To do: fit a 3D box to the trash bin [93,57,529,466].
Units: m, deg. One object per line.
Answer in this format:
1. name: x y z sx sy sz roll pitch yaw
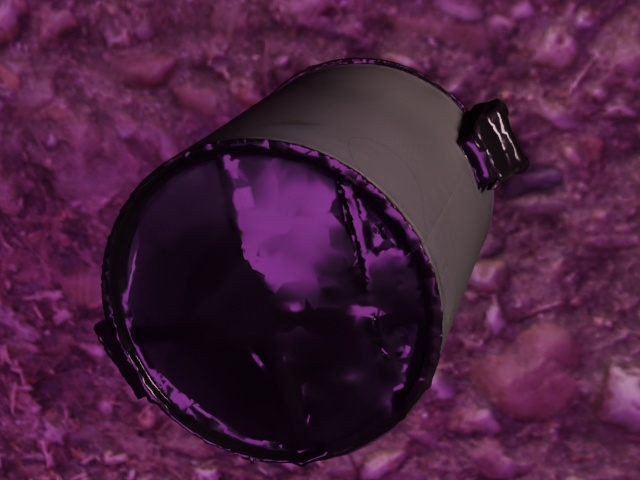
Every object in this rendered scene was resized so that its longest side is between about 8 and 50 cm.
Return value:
1. trash bin: 0.000 0.000 0.775 0.277 0.262 0.217 -24 101 22
